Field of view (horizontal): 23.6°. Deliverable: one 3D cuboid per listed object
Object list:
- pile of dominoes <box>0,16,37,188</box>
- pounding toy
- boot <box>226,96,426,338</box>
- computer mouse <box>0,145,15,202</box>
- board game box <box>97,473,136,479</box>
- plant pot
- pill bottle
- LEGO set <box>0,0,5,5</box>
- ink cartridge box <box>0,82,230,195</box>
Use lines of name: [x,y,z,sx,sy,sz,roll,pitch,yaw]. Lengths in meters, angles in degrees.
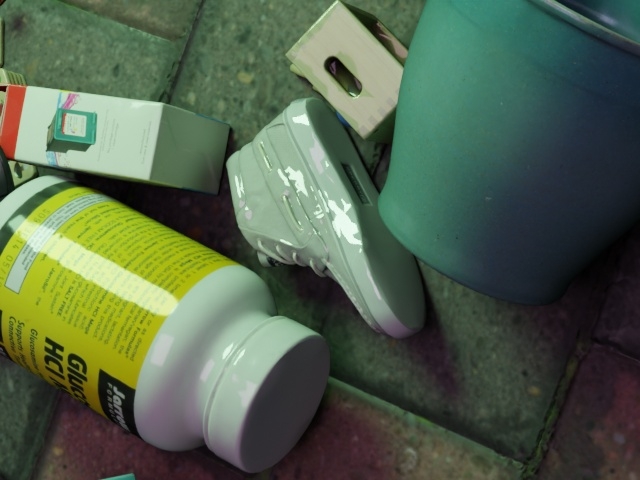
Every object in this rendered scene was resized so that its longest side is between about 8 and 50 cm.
pile of dominoes: [-0.429,-0.117,1.683,0.251,0.040,0.196,-25,75,21]
pounding toy: [0.028,-0.154,1.426,0.100,0.130,0.141,-46,76,14]
boot: [0.000,0.000,1.445,0.123,0.095,0.258,-36,64,27]
computer mouse: [-0.378,-0.004,1.563,0.262,0.060,0.184,-15,93,55]
board game box: [-0.220,0.421,1.451,0.253,0.079,0.336,-34,69,46]
plant pot: [0.180,-0.096,1.278,0.271,0.271,0.255,37,116,24]
pill bottle: [-0.164,0.082,1.451,0.334,0.188,0.188,26,96,26]
LEGO set: [-0.430,-0.289,1.708,0.244,0.060,0.183,-11,80,36]
ink cartridge box: [-0.225,-0.103,1.530,0.231,0.134,0.078,9,89,27]
